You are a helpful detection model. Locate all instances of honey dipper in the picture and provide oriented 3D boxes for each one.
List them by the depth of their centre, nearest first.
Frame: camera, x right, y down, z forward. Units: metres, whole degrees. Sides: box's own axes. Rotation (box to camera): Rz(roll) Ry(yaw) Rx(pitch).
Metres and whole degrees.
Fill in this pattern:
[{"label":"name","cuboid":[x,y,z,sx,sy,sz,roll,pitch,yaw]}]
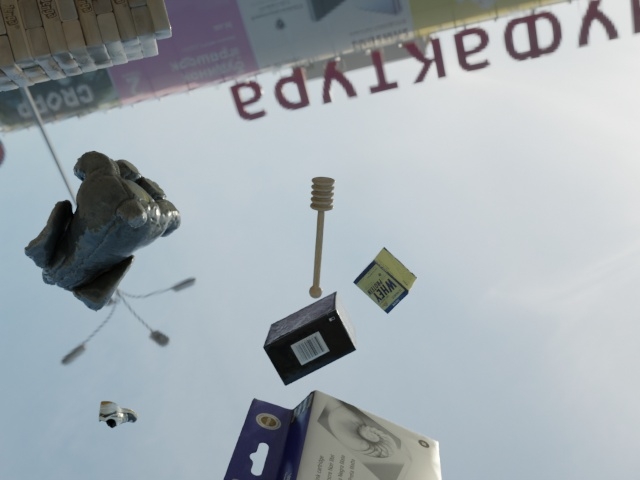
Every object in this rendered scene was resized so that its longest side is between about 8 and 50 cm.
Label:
[{"label":"honey dipper","cuboid":[0.000,0.000,0.907,0.031,0.160,0.030,2,-159,-1]}]

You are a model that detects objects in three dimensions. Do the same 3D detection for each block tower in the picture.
[{"label":"block tower","cuboid":[-0.323,-0.204,0.719,0.336,0.090,0.097,-15,-177,-9]}]

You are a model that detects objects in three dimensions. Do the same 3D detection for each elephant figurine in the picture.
[{"label":"elephant figurine","cuboid":[-0.317,0.013,0.988,0.239,0.186,0.169,-47,-110,7]}]

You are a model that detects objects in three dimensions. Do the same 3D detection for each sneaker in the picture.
[{"label":"sneaker","cuboid":[-0.330,0.287,1.164,0.032,0.083,0.037,-8,-120,27]}]

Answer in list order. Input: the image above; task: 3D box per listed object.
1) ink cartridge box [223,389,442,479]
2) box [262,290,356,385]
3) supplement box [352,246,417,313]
[{"label":"ink cartridge box","cuboid":[0.020,0.241,0.745,0.224,0.045,0.223,21,-162,-2]},{"label":"box","cuboid":[-0.017,0.187,1.403,0.156,0.093,0.158,-28,-172,6]},{"label":"supplement box","cuboid":[0.113,0.068,1.246,0.056,0.083,0.083,-49,178,25]}]
